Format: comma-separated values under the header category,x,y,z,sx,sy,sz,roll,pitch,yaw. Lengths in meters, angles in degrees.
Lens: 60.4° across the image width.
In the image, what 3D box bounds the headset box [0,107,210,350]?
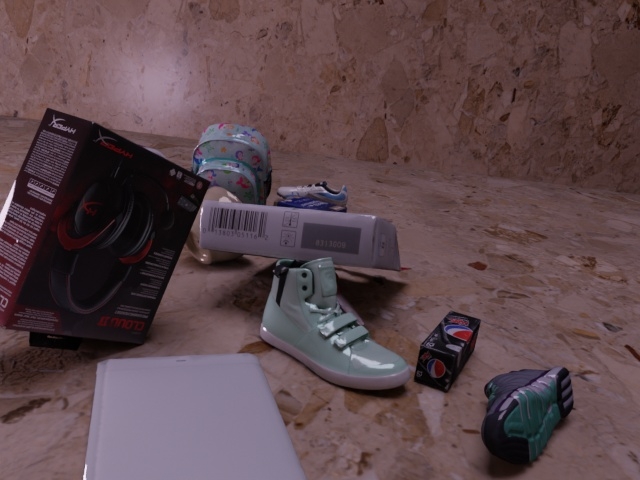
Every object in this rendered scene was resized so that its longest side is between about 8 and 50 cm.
category,x,y,z,sx,sy,sz,roll,pitch,yaw
headset box,-0.307,0.007,0.747,0.110,0.294,0.218,20,-4,33

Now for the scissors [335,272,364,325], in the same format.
category,x,y,z,sx,sy,sz,roll,pitch,yaw
scissors,0.032,0.096,1.076,0.108,0.021,0.297,-2,16,-34

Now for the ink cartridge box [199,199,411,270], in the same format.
category,x,y,z,sx,sy,sz,roll,pitch,yaw
ink cartridge box,0.000,0.000,1.051,0.307,0.091,0.385,5,-1,19

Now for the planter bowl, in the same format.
category,x,y,z,sx,sy,sz,roll,pitch,yaw
planter bowl,-0.225,-0.017,1.163,0.162,0.162,0.109,20,48,37

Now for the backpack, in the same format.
category,x,y,z,sx,sy,sz,roll,pitch,yaw
backpack,-0.252,-0.193,1.549,0.224,0.254,0.191,8,36,0

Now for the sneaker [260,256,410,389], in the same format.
category,x,y,z,sx,sy,sz,roll,pitch,yaw
sneaker,0.020,0.109,0.796,0.255,0.151,0.094,18,18,31

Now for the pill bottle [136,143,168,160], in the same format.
category,x,y,z,sx,sy,sz,roll,pitch,yaw
pill bottle,-0.590,-0.210,1.610,0.301,0.170,0.169,18,20,34

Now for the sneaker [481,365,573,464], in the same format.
category,x,y,z,sx,sy,sz,roll,pitch,yaw
sneaker,0.239,0.216,0.698,0.098,0.083,0.223,-7,-1,42

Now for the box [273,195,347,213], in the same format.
category,x,y,z,sx,sy,sz,roll,pitch,yaw
box,-0.015,-0.093,1.688,0.225,0.037,0.136,16,19,26

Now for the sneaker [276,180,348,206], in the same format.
category,x,y,z,sx,sy,sz,roll,pitch,yaw
sneaker,-0.026,-0.160,1.823,0.237,0.086,0.085,7,18,5

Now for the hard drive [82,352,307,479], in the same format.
category,x,y,z,sx,sy,sz,roll,pitch,yaw
hard drive,-0.136,0.212,0.578,0.202,0.040,0.307,1,16,-19

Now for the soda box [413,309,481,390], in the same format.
category,x,y,z,sx,sy,sz,roll,pitch,yaw
soda box,0.198,0.164,0.845,0.053,0.060,0.169,15,18,24
